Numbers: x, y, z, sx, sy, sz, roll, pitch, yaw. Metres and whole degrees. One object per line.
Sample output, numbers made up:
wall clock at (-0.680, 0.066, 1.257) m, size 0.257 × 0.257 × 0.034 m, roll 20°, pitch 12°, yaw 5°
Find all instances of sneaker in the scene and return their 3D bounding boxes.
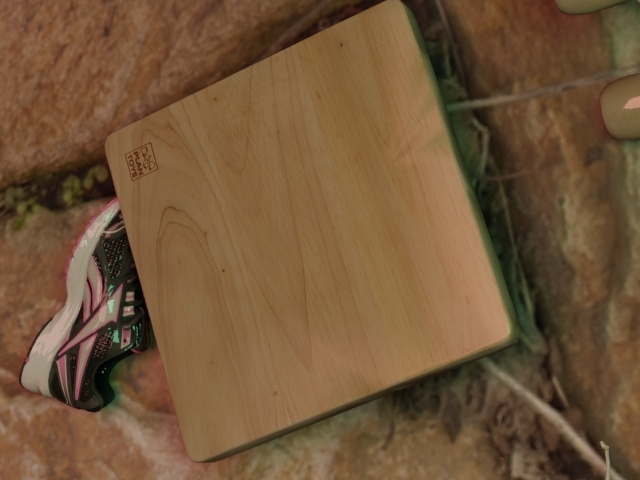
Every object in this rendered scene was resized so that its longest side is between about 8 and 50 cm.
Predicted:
sneaker at (-0.159, 0.053, 1.297) m, size 0.077 × 0.072 × 0.178 m, roll 28°, pitch 102°, yaw 15°

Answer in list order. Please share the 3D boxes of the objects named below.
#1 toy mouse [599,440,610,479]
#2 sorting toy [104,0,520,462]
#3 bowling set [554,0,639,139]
toy mouse at (0.206, 0.203, 1.105) m, size 0.161 × 0.031 × 0.143 m, roll -20°, pitch 74°, yaw 22°
sorting toy at (0.000, 0.000, 1.207) m, size 0.255 × 0.089 × 0.257 m, roll -23°, pitch 72°, yaw 21°
bowling set at (0.223, -0.214, 1.080) m, size 0.154 × 0.200 × 0.287 m, roll -12°, pitch 80°, yaw 22°
